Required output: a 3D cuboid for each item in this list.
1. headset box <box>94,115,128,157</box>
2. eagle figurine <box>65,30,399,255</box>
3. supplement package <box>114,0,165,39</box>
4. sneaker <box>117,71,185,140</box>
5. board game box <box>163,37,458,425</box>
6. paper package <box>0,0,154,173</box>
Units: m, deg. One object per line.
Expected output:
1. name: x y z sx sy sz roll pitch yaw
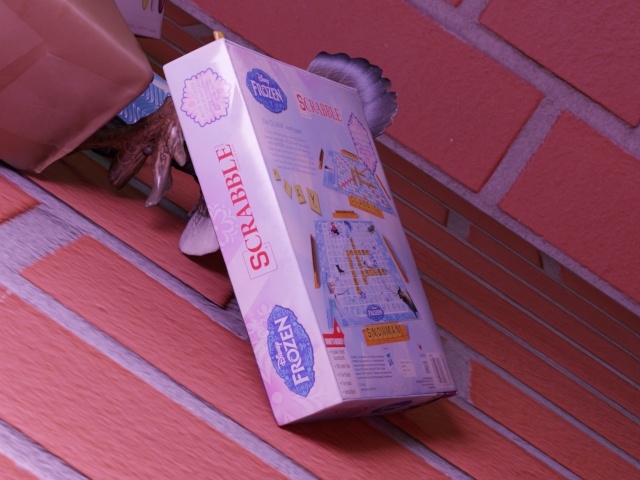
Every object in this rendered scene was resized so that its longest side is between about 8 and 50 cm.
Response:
1. headset box: -0.236 -0.118 1.981 0.062 0.032 0.083 40 10 32
2. eagle figurine: -0.077 -0.106 1.863 0.226 0.225 0.298 28 12 34
3. supplement package: -0.321 -0.337 2.223 0.204 0.145 0.262 8 5 13
4. sneaker: -0.216 -0.164 2.159 0.228 0.087 0.092 38 -4 10
5. board game box: 0.000 0.000 1.603 0.318 0.066 0.318 11 60 -68
6. paper package: -0.330 -0.258 1.577 0.309 0.168 0.325 59 9 22
